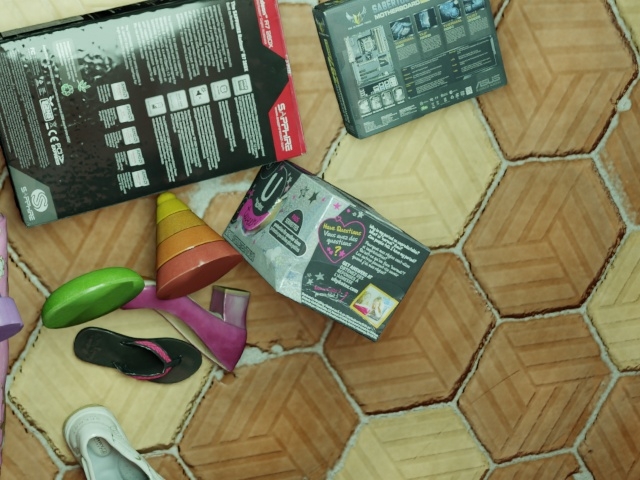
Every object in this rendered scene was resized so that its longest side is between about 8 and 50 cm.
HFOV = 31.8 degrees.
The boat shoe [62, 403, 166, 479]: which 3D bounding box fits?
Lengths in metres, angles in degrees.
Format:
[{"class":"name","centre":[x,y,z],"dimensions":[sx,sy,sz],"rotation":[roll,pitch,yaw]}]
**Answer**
[{"class":"boat shoe","centre":[-0.262,0.354,1.551],"dimensions":[0.098,0.096,0.277],"rotation":[-35,115,-7]}]

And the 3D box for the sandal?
[{"class":"sandal","centre":[-0.246,0.161,1.526],"dimensions":[0.179,0.040,0.067],"rotation":[14,100,-23]}]

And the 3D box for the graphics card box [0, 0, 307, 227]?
[{"class":"graphics card box","centre":[-0.219,-0.176,1.400],"dimensions":[0.370,0.094,0.233],"rotation":[-17,112,-15]}]

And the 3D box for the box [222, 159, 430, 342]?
[{"class":"box","centre":[0.000,0.000,1.450],"dimensions":[0.163,0.247,0.142],"rotation":[29,94,-26]}]

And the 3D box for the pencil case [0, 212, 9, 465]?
[{"class":"pencil case","centre":[-0.469,0.145,1.376],"dimensions":[0.167,0.160,0.386],"rotation":[2,107,-7]}]

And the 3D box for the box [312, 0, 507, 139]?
[{"class":"box","centre":[0.123,-0.262,1.516],"dimensions":[0.232,0.059,0.183],"rotation":[-22,113,-11]}]

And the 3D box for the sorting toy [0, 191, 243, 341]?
[{"class":"sorting toy","centre":[-0.271,0.021,1.353],"dimensions":[0.365,0.127,0.126],"rotation":[-15,74,-37]}]

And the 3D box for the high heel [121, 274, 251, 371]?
[{"class":"high heel","centre":[-0.208,0.111,1.503],"dimensions":[0.244,0.082,0.117],"rotation":[9,93,-36]}]
